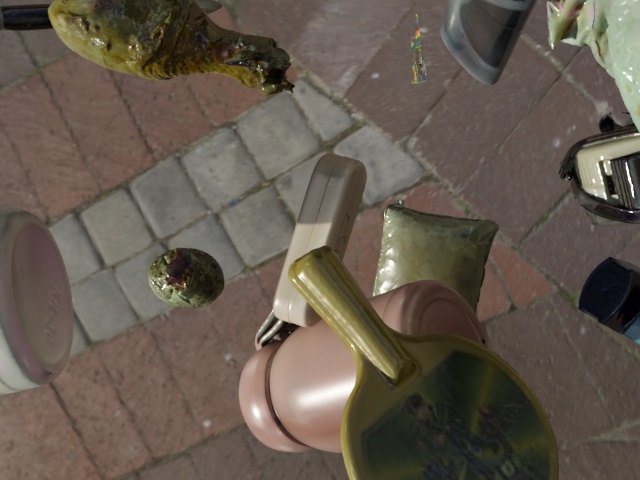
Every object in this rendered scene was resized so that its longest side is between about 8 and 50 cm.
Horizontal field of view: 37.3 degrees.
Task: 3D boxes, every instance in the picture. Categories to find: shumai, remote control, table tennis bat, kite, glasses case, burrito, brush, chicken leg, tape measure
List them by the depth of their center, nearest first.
[{"bbox_3d":[0.286,-0.135,0.744,0.089,0.144,0.229,-36,84,-23],"label":"burrito"},{"bbox_3d":[0.081,0.139,0.837,0.321,0.198,0.050,53,151,9],"label":"table tennis bat"},{"bbox_3d":[-0.129,-0.193,0.863,0.228,0.103,0.088,10,150,-7],"label":"chicken leg"},{"bbox_3d":[-0.248,-0.236,0.997,0.299,0.042,0.039,-7,123,-18],"label":"brush"},{"bbox_3d":[0.187,-0.268,1.048,0.044,0.377,0.107,-44,83,-4],"label":"remote control"},{"bbox_3d":[0.000,0.000,1.062,0.050,0.083,0.196,19,96,19],"label":"glasses case"},{"bbox_3d":[0.397,-0.093,1.109,0.231,0.271,0.133,-13,97,15],"label":"tape measure"},{"bbox_3d":[0.133,-0.250,1.304,0.004,0.122,0.090,-10,57,-6],"label":"kite"},{"bbox_3d":[-0.213,0.055,1.525,0.124,0.087,0.099,2,79,-12],"label":"shumai"}]

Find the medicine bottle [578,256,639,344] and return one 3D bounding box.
[{"bbox_3d":[0.428,0.112,1.087,0.258,0.124,0.079,33,99,24],"label":"medicine bottle"}]

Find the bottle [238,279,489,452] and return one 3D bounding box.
[{"bbox_3d":[0.039,0.149,1.131,0.297,0.173,0.206,-24,65,40],"label":"bottle"}]

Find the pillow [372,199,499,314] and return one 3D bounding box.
[{"bbox_3d":[0.173,0.093,1.530,0.185,0.075,0.302,9,99,0],"label":"pillow"}]

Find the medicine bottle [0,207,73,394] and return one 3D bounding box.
[{"bbox_3d":[-0.392,0.074,0.873,0.293,0.170,0.170,-10,99,4],"label":"medicine bottle"}]
